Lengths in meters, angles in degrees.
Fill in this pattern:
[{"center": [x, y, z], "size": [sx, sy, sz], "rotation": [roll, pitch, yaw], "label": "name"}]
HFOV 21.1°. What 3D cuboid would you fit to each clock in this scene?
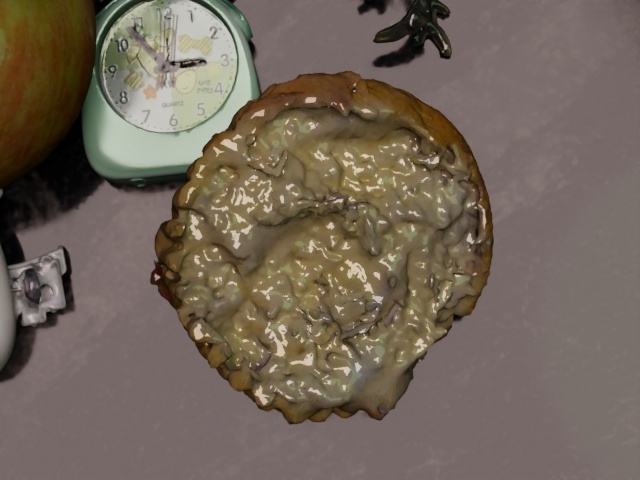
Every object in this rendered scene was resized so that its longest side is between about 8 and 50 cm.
[{"center": [-0.122, -0.142, 1.413], "size": [0.148, 0.060, 0.188], "rotation": [-4, 84, 1], "label": "clock"}]

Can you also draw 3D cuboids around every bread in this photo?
[{"center": [0.000, 0.000, 1.342], "size": [0.274, 0.149, 0.274], "rotation": [-5, 103, -21], "label": "bread"}]

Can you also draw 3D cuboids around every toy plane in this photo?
[{"center": [-0.290, 0.029, 1.392], "size": [0.174, 0.080, 0.174], "rotation": [3, 81, -18], "label": "toy plane"}]

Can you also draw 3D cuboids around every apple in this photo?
[{"center": [-0.308, -0.146, 1.327], "size": [0.264, 0.264, 0.264], "rotation": [0, 85, 1], "label": "apple"}]

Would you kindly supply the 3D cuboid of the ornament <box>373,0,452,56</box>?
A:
[{"center": [0.119, -0.263, 1.414], "size": [0.202, 0.080, 0.236], "rotation": [12, 83, 5], "label": "ornament"}]
